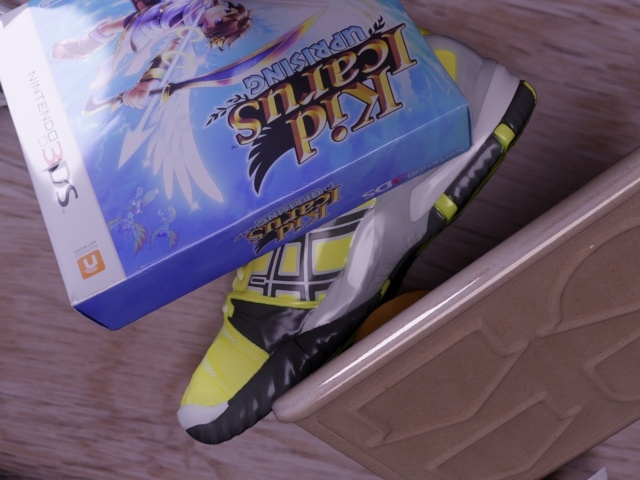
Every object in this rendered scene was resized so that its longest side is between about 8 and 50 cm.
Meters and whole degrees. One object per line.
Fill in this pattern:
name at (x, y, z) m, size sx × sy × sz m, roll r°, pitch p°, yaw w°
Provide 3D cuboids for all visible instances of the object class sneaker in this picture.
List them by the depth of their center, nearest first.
sneaker at (0.000, 0.000, 0.609) m, size 0.147 × 0.145 × 0.385 m, roll 40°, pitch 99°, yaw 9°

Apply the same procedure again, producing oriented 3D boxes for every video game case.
video game case at (-0.073, -0.108, 0.514) m, size 0.269 × 0.061 × 0.244 m, roll -27°, pitch 66°, yaw 1°

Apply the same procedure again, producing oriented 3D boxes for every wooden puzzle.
wooden puzzle at (0.170, 0.080, 0.578) m, size 0.322 × 0.081 × 0.348 m, roll -36°, pitch 138°, yaw 11°

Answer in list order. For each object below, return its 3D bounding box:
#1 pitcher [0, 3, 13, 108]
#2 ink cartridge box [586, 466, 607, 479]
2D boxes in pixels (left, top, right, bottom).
pitcher at (-0.320, -0.171, 0.572) m, size 0.177 × 0.125 × 0.207 m, roll -31°, pitch 115°, yaw -11°
ink cartridge box at (0.181, 0.272, 0.689) m, size 0.179 × 0.045 × 0.145 m, roll -33°, pitch 134°, yaw -7°
